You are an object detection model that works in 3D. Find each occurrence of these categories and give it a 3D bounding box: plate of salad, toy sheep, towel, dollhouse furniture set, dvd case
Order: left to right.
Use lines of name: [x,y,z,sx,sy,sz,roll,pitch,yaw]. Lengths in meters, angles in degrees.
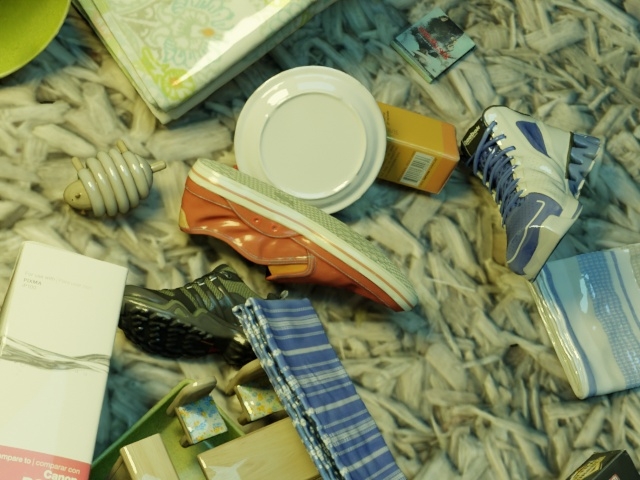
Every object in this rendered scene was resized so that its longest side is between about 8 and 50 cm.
toy sheep: [-0.253,-0.074,1.407,0.132,0.091,0.091,-25,75,-12]
towel: [-0.151,-0.379,1.504,0.374,0.090,0.320,-37,78,4]
dollhouse furniture set: [-0.095,0.246,1.201,0.242,0.161,0.212,-18,72,-29]
plate of salad: [-0.014,-0.128,1.484,0.199,0.048,0.200,-3,108,-9]
towel: [0.029,0.210,1.303,0.040,0.243,0.336,-32,79,13]
dvd case: [0.172,-0.299,1.740,0.087,0.013,0.119,46,58,6]
towel: [0.439,0.103,1.628,0.285,0.034,0.209,-9,69,-26]

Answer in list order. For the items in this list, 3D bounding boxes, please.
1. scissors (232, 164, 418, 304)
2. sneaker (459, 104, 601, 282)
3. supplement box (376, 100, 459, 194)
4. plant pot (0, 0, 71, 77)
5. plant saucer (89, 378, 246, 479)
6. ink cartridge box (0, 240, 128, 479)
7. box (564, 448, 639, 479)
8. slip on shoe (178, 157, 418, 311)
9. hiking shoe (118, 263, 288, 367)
scissors: [0.000,0.000,1.513,0.109,0.021,0.297,-37,83,-35]
sneaker: [0.271,-0.083,1.597,0.182,0.127,0.315,28,39,3]
supplement box: [0.070,-0.141,1.571,0.233,0.080,0.078,17,43,-15]
plant pot: [-0.477,-0.384,1.394,0.274,0.275,0.293,-9,52,-26]
plant saucer: [-0.153,0.283,1.283,0.188,0.045,0.188,45,57,5]
ink cartridge box: [-0.296,0.173,1.184,0.117,0.207,0.283,15,60,-16]
box: [0.330,0.449,1.347,0.295,0.073,0.293,-34,91,-32]
slip on shoe: [-0.029,0.011,1.442,0.331,0.123,0.101,27,101,-8]
hiking shoe: [-0.145,0.081,1.381,0.226,0.086,0.114,17,48,-22]
